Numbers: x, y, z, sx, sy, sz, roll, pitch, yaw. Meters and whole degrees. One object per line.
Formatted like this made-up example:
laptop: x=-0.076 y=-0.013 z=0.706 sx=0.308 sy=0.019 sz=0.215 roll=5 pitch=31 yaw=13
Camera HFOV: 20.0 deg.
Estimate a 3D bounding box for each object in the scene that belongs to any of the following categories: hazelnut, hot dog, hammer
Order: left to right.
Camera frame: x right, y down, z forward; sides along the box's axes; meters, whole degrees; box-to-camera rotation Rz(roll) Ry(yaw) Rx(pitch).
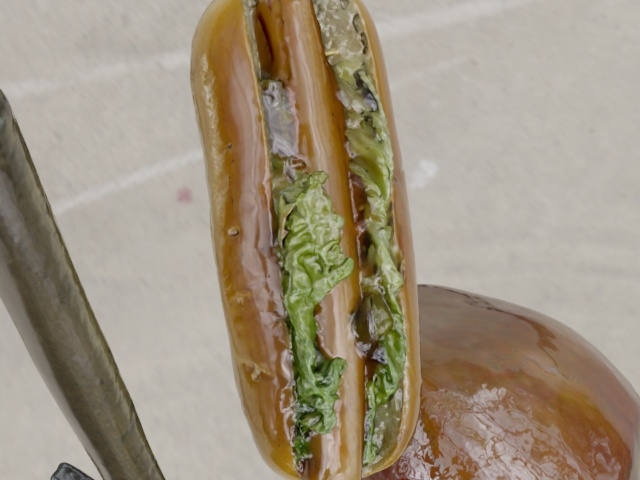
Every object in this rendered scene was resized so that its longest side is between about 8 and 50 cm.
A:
hammer: x=-0.114 y=0.074 z=0.926 sx=0.044 sy=0.168 sz=0.440 roll=-60 pitch=155 yaw=-29
hot dog: x=0.000 y=0.000 z=1.137 sx=0.135 sy=0.100 sz=0.337 roll=-3 pitch=83 yaw=-29
hazelnut: x=0.142 y=0.209 z=1.758 sx=0.366 sy=0.366 sz=0.366 roll=-6 pitch=110 yaw=-16
